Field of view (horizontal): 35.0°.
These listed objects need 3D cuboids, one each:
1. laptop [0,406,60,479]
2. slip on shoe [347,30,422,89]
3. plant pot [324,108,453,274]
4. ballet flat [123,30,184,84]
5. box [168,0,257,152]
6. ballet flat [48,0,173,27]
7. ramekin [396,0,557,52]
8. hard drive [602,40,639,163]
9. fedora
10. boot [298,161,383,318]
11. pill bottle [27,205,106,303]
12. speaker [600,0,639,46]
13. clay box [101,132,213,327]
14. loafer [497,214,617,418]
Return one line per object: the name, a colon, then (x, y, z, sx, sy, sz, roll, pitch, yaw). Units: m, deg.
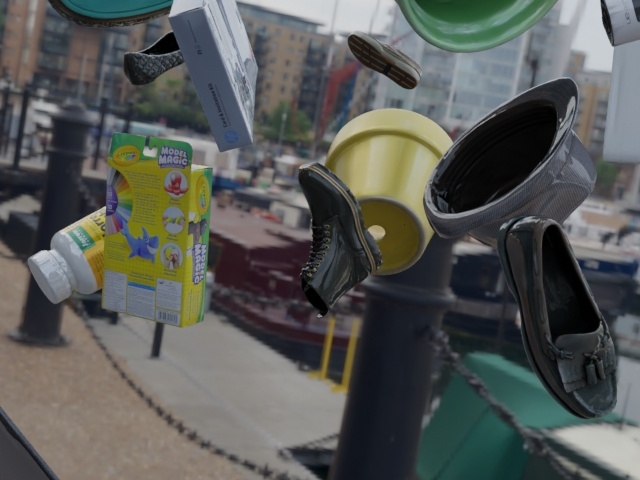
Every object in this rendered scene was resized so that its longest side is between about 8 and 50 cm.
laptop: (-0.040, 0.249, 0.700, 0.408, 0.382, 0.236, -3, 47, -8)
slip on shoe: (0.105, -0.296, 1.627, 0.135, 0.041, 0.051, 31, -33, -6)
plant pot: (0.116, -0.072, 1.811, 0.254, 0.254, 0.239, 11, 35, 5)
ballet flat: (-0.226, -0.276, 1.466, 0.057, 0.049, 0.173, 10, 35, 20)
box: (-0.102, -0.196, 1.015, 0.038, 0.145, 0.186, -13, 33, 8)
ballet flat: (-0.144, -0.427, 1.322, 0.483, 0.164, 0.182, -35, 22, -8)
ramekin: (0.212, -0.436, 1.442, 0.303, 0.303, 0.148, 7, 32, -33)
hard drive: (0.581, -0.208, 1.494, 0.307, 0.203, 0.040, 6, 1, 33)
fedora: (0.271, -0.081, 1.371, 0.124, 0.244, 0.275, 40, -50, -23)
boot: (0.000, 0.000, 1.469, 0.137, 0.198, 0.077, -44, 19, -31)
pill bottle: (-0.372, 0.016, 1.687, 0.208, 0.117, 0.117, -32, 26, -25)
speaker: (0.350, -0.236, 1.010, 0.136, 0.055, 0.055, -13, 1, 10)
clay box: (-0.199, -0.016, 1.234, 0.127, 0.222, 0.053, 11, 11, 27)
loafer: (0.291, 0.095, 1.210, 0.096, 0.267, 0.084, -26, 5, -18)
